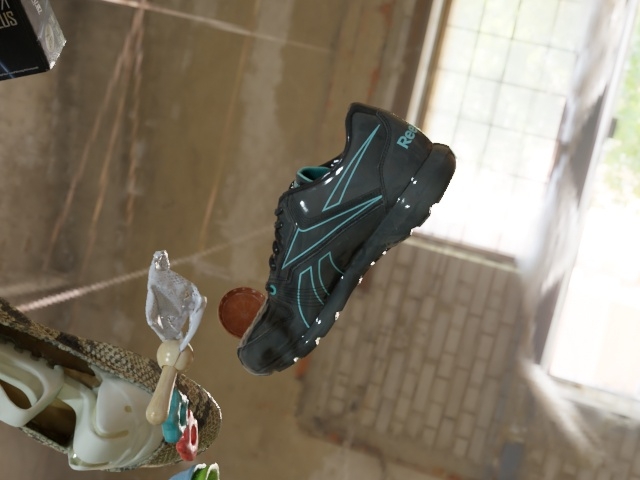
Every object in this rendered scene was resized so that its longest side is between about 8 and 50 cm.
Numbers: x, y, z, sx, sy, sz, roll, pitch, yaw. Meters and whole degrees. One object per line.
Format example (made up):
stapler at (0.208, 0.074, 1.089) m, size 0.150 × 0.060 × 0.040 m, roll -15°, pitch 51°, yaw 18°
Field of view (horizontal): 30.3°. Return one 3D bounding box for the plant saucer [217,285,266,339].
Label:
plant saucer at (-0.112, 0.109, 1.751) m, size 0.013 × 0.083 × 0.083 m, roll 122°, pitch 173°, yaw -63°

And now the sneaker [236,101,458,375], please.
sneaker at (0.000, 0.000, 1.006) m, size 0.267 × 0.106 × 0.101 m, roll -51°, pitch 8°, yaw 19°

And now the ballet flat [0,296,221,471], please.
ballet flat at (-0.337, 0.183, 1.434) m, size 0.164 × 0.483 × 0.182 m, roll -57°, pitch 18°, yaw 11°

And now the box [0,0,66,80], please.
box at (-0.422, -0.267, 1.420) m, size 0.077 × 0.180 × 0.147 m, roll -81°, pitch -21°, yaw -52°

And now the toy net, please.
toy net at (-0.102, 0.122, 0.930) m, size 0.122 × 0.045 × 0.232 m, roll -23°, pitch -68°, yaw -80°
